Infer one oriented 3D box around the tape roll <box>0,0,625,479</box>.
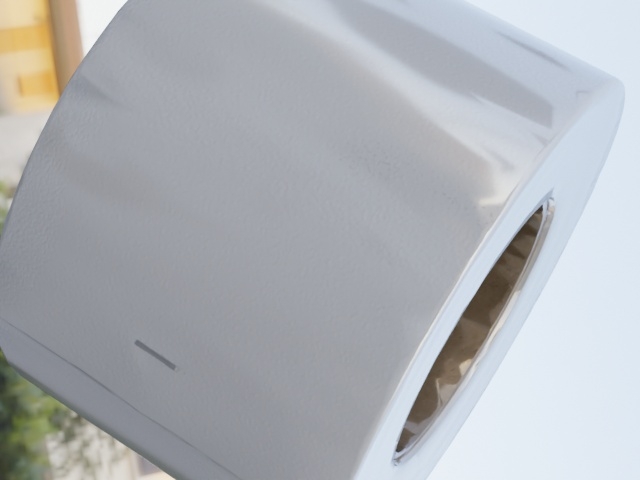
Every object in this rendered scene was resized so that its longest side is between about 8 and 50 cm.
[{"bbox_3d":[0.000,0.000,0.573,0.169,0.246,0.246,31,-37,16],"label":"tape roll"}]
